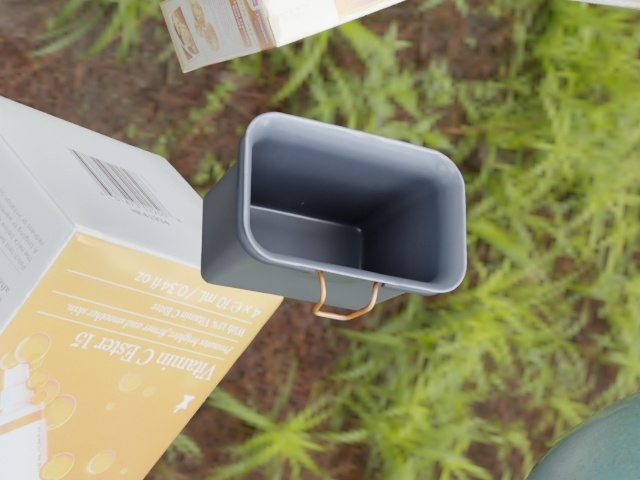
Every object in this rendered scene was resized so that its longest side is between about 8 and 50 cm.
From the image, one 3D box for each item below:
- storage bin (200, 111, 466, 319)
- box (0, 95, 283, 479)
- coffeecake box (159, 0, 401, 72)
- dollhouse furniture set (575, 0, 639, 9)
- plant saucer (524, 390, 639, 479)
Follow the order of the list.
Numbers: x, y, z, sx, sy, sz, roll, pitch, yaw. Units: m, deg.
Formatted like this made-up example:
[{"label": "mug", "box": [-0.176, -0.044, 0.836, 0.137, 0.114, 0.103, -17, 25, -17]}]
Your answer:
[{"label": "storage bin", "box": [0.000, 0.000, 0.946, 0.135, 0.091, 0.098, 11, 66, -25]}, {"label": "box", "box": [-0.229, 0.097, 1.160, 0.345, 0.168, 0.215, -52, 145, 13]}, {"label": "coffeecake box", "box": [-0.030, -0.204, 1.448, 0.142, 0.185, 0.068, -23, 99, -26]}, {"label": "dollhouse furniture set", "box": [0.215, -0.158, 0.518, 0.356, 0.303, 0.173, 5, 117, -18]}, {"label": "plant saucer", "box": [0.163, 0.088, 0.579, 0.195, 0.195, 0.037, -29, 129, -39]}]
